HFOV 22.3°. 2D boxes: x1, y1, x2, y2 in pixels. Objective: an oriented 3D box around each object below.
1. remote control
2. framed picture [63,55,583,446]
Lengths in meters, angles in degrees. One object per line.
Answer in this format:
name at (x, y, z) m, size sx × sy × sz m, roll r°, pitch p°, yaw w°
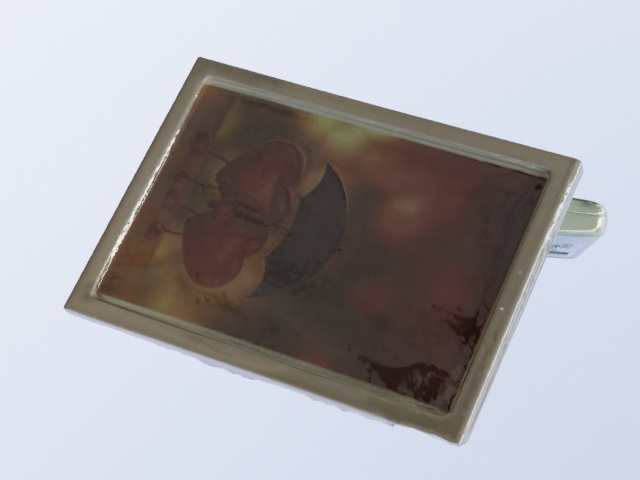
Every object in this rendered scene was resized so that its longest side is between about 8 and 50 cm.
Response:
remote control at (0.203, -0.010, 1.494) m, size 0.098 × 0.038 × 0.233 m, roll 6°, pitch 175°, yaw 3°
framed picture at (0.000, 0.000, 1.071) m, size 0.289 × 0.020 × 0.211 m, roll 18°, pitch -112°, yaw 21°
